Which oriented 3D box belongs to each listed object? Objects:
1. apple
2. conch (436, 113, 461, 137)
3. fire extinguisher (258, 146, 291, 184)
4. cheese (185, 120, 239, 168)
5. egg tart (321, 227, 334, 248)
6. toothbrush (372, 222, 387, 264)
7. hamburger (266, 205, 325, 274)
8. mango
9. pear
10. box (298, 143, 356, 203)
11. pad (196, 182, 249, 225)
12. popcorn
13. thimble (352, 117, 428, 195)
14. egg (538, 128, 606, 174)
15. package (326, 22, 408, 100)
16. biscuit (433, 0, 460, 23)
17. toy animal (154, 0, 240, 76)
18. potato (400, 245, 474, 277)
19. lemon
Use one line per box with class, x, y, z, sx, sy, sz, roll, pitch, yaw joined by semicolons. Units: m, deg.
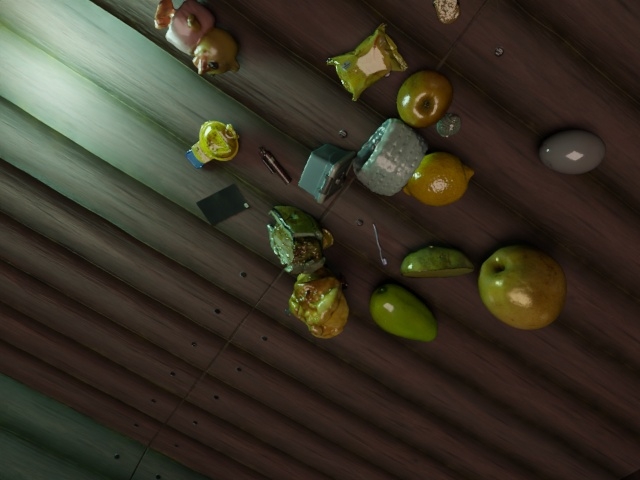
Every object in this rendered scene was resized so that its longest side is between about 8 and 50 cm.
apple;0.331;-0.448;1.510;0.182;0.155;0.182;4;118;8
conch;0.430;-0.384;1.592;0.076;0.056;0.085;29;119;6
fire extinguisher;-0.175;-0.276;1.750;0.173;0.035;0.049;51;151;-19
cheese;-0.395;-0.344;1.721;0.250;0.064;0.156;-25;112;30
egg tart;0.000;0.000;1.873;0.105;0.039;0.105;3;121;5
toothbrush;0.232;0.015;1.864;0.019;0.013;0.193;-16;116;9
hamburger;-0.081;-0.001;1.788;0.192;0.288;0.168;5;122;-33
mango;0.342;0.310;1.932;0.343;0.156;0.192;37;118;-14
pear;0.735;0.169;1.723;0.314;0.314;0.314;3;119;6
box;0.029;-0.238;1.638;0.130;0.227;0.162;31;120;9
pad;-0.385;-0.139;1.868;0.193;0.004;0.116;-22;113;20
popcorn;-0.012;0.231;1.858;0.281;0.297;0.316;-24;147;4
thimble;0.226;-0.276;1.591;0.172;0.205;0.250;32;117;-12
egg;0.815;-0.288;1.538;0.198;0.146;0.146;7;120;12
package;0.149;-0.564;1.507;0.226;0.090;0.168;-29;110;24
biscuit;0.377;-0.729;1.426;0.071;0.018;0.147;-14;117;18
toy animal;-0.376;-0.638;1.506;0.281;0.195;0.169;46;75;-13
potato;0.441;0.079;1.813;0.271;0.160;0.111;-5;76;8
lemon;0.399;-0.208;1.617;0.244;0.187;0.187;-10;117;17
